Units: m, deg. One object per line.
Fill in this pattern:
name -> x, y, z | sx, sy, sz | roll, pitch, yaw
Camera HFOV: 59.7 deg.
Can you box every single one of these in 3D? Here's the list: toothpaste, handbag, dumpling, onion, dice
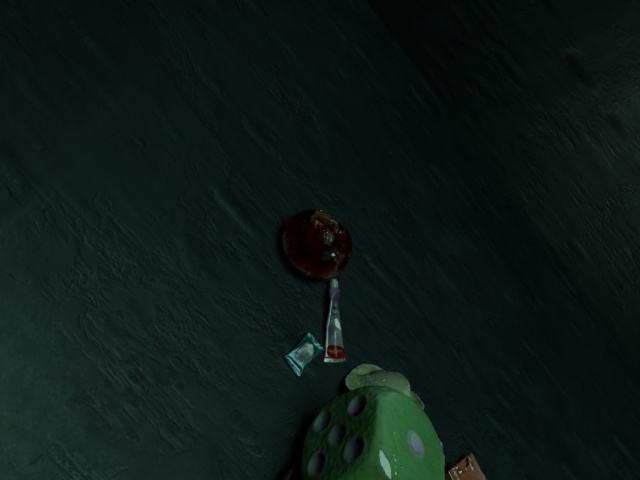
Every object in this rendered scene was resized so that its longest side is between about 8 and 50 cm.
toothpaste -> 0.048, 0.282, 1.974 | 0.075, 0.048, 0.301 | 18, 60, -37
handbag -> 0.490, 0.810, 1.821 | 0.127, 0.063, 0.190 | -19, 74, -34
dumpling -> 0.223, 0.511, 1.938 | 0.243, 0.175, 0.227 | 52, 15, -25
onion -> 0.000, 0.000, 1.974 | 0.272, 0.195, 0.272 | 11, 65, -25
dice -> 0.151, 0.646, 1.636 | 0.322, 0.330, 0.318 | 41, 32, -21

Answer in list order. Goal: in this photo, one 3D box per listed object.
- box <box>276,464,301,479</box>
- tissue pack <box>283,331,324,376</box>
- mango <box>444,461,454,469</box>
box -> -0.065, 0.834, 1.579 | 0.289, 0.073, 0.290 | 49, 47, -8
tissue pack -> -0.056, 0.378, 1.851 | 0.085, 0.028, 0.138 | 52, 51, -2
mango -> 0.421, 0.886, 1.877 | 0.365, 0.182, 0.253 | 9, 63, -36
